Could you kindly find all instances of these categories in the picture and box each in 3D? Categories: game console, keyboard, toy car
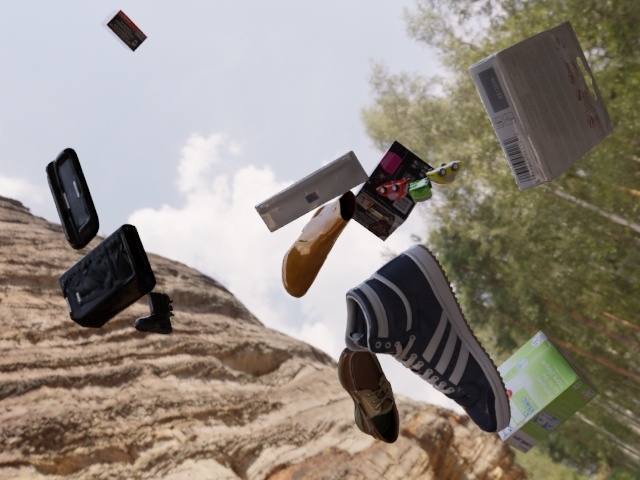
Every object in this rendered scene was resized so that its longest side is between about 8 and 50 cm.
[{"bbox_3d":[-0.450,-0.021,1.244,0.213,0.361,0.044,-32,-17,27],"label":"game console"},{"bbox_3d":[-0.022,-0.100,1.363,0.256,0.014,0.072,-28,-71,21],"label":"keyboard"},{"bbox_3d":[0.259,-0.138,1.663,0.225,0.239,0.053,-60,-49,-72],"label":"toy car"}]

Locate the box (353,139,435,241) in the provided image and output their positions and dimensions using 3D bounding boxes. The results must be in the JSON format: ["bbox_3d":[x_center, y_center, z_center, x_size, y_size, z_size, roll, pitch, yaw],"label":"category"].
[{"bbox_3d":[0.207,-0.146,1.905,0.247,0.163,0.142,-55,2,-36],"label":"box"}]

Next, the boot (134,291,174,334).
[{"bbox_3d":[-0.405,0.172,1.552,0.045,0.099,0.121,-25,-27,26],"label":"boot"}]

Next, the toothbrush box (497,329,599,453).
[{"bbox_3d":[0.619,0.439,1.859,0.122,0.206,0.283,33,-71,-31],"label":"toothbrush box"}]

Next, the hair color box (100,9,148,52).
[{"bbox_3d":[-0.393,-0.419,1.275,0.043,0.141,0.072,-46,-60,-2],"label":"hair color box"}]

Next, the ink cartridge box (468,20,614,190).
[{"bbox_3d":[0.537,-0.332,1.520,0.385,0.091,0.308,-32,-80,-39],"label":"ink cartridge box"}]

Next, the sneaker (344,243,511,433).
[{"bbox_3d":[0.136,0.161,0.872,0.153,0.099,0.282,-27,-91,-21],"label":"sneaker"}]

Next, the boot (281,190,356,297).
[{"bbox_3d":[0.001,0.000,1.744,0.104,0.211,0.295,32,-132,-17],"label":"boot"}]

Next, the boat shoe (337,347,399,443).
[{"bbox_3d":[0.143,0.401,1.666,0.123,0.120,0.324,-34,-56,-22],"label":"boat shoe"}]
